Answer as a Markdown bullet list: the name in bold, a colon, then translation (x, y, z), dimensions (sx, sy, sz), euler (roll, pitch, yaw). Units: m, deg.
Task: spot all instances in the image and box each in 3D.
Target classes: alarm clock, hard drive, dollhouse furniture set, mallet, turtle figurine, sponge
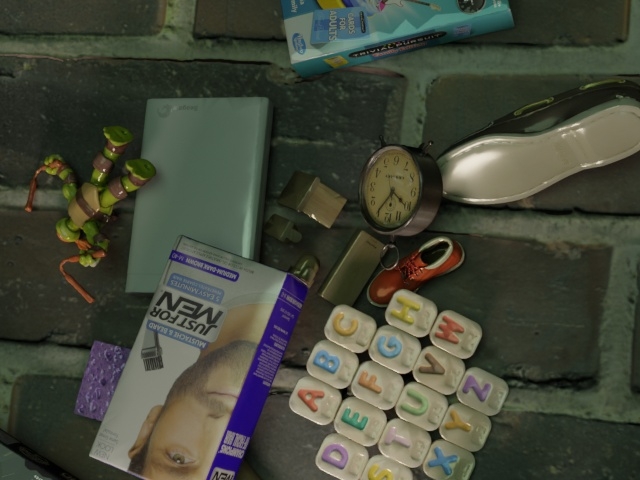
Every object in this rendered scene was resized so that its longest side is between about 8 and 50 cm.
- **alarm clock**: translation (0.114, -0.052, 1.917), dimensions (0.129, 0.064, 0.192), euler (13, 92, 47)
- **hard drive**: translation (-0.183, -0.066, 2.031), dimensions (0.203, 0.040, 0.308), euler (1, 77, 16)
- **dollhouse furniture set**: translation (0.000, 0.000, 1.991), dimensions (0.151, 0.123, 0.144), euler (33, 87, -18)
- **mallet**: translation (0.081, 0.253, 1.921), dimensions (0.189, 0.062, 0.039), euler (31, 88, 2)
- **turtle figurine**: translation (-0.341, -0.054, 2.043), dimensions (0.217, 0.087, 0.270), euler (-46, 53, 26)
- **sponge**: translation (-0.259, 0.229, 2.004), dimensions (0.210, 0.031, 0.117), euler (13, 82, 15)

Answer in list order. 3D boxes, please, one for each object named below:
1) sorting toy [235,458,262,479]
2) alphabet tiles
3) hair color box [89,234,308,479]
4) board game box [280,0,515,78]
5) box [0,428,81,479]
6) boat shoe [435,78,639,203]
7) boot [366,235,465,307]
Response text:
- **sorting toy**: translation (-0.101, 0.473, 1.855), dimensions (0.229, 0.041, 0.307), euler (-33, 70, -27)
- **alphabet tiles**: translation (0.112, 0.219, 1.884), dimensions (0.278, 0.021, 0.284), euler (26, 84, 2)
- **hair color box**: translation (-0.169, 0.183, 1.885), dimensions (0.185, 0.110, 0.339), euler (18, 83, 21)
- **board game box**: translation (0.103, -0.412, 2.024), dimensions (0.336, 0.079, 0.254), euler (-13, 76, 11)
- **box**: translation (-0.444, 0.482, 1.938), dimensions (0.394, 0.097, 0.318), euler (31, 88, 8)
- **boat shoe**: translation (0.311, -0.144, 1.910), dimensions (0.324, 0.117, 0.097), euler (-19, 34, 22)
- **boot**: translation (0.131, 0.042, 1.923), dimensions (0.158, 0.084, 0.059), euler (-32, 75, 7)
